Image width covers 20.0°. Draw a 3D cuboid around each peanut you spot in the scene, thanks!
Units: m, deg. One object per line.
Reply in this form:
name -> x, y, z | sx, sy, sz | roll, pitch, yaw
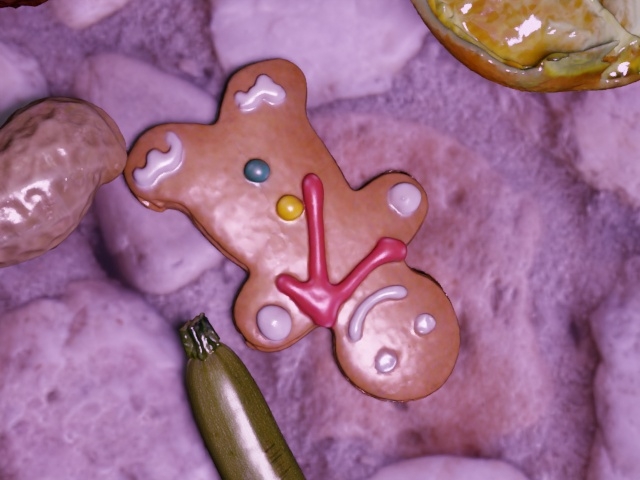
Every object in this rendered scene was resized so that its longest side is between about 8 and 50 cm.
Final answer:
peanut -> -0.302, -0.028, 1.532 | 0.298, 0.120, 0.136 | -26, 93, -14

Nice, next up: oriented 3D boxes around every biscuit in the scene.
biscuit -> 0.000, 0.000, 1.613 | 0.216, 0.047, 0.340 | -37, 90, -10

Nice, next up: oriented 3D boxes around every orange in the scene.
orange -> 0.228, -0.255, 1.607 | 0.334, 0.196, 0.263 | -13, 71, -15

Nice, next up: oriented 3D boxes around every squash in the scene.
squash -> -0.060, 0.182, 1.570 | 0.066, 0.066, 0.252 | -26, 88, -11

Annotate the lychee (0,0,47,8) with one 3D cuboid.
lychee -> -0.266, -0.323, 1.512 | 0.260, 0.260, 0.261 | 1, 83, -9
